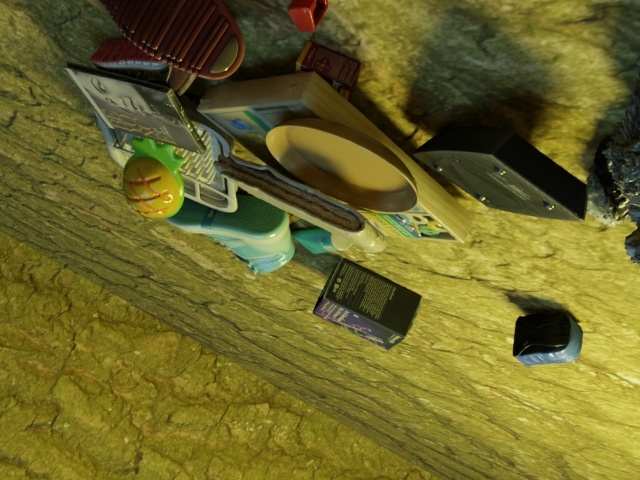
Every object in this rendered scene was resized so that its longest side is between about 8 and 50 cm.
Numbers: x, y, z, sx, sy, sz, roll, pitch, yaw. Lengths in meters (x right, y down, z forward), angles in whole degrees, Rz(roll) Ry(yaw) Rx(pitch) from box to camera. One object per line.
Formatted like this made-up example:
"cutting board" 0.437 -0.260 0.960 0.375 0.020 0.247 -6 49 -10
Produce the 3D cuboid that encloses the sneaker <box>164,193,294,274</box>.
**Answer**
"sneaker" -0.201 -0.017 1.722 0.319 0.127 0.208 17 153 23

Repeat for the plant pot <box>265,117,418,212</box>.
"plant pot" 0.035 -0.110 1.135 0.237 0.032 0.236 22 164 6

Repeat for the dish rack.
"dish rack" -0.277 -0.190 1.488 0.286 0.072 0.333 24 159 6

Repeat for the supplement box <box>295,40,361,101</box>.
"supplement box" 0.010 -0.234 1.108 0.083 0.043 0.055 23 158 5

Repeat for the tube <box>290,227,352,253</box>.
"tube" 0.000 0.000 1.658 0.080 0.052 0.207 47 159 -16

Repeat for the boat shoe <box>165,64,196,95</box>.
"boat shoe" -0.196 -0.287 1.180 0.073 0.073 0.207 31 151 -16

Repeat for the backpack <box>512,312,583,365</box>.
"backpack" 0.450 0.192 1.541 0.101 0.097 0.120 30 147 -36

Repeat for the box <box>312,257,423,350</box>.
"box" 0.105 0.148 1.796 0.207 0.108 0.153 26 158 0

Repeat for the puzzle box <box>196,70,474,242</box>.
"puzzle box" 0.027 -0.121 1.272 0.409 0.052 0.272 36 162 -36

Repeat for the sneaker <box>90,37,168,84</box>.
"sneaker" -0.303 -0.285 1.306 0.171 0.063 0.074 8 147 27

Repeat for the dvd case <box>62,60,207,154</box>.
"dvd case" -0.311 -0.222 1.335 0.221 0.018 0.164 18 157 24

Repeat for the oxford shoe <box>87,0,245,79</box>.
"oxford shoe" -0.240 -0.336 1.060 0.348 0.123 0.130 39 -175 1

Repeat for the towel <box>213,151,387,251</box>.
"towel" -0.028 -0.063 1.297 0.282 0.049 0.187 26 179 19

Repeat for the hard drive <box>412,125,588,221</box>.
"hard drive" 0.240 -0.093 1.074 0.172 0.054 0.255 32 177 -16

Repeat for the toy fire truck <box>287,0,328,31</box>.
"toy fire truck" -0.081 -0.340 0.959 0.135 0.047 0.192 12 154 30

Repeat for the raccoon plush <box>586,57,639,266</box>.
"raccoon plush" 0.391 -0.012 0.850 0.216 0.299 0.446 20 158 14

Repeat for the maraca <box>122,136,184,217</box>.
"maraca" -0.310 -0.117 1.476 0.127 0.099 0.185 22 131 4
